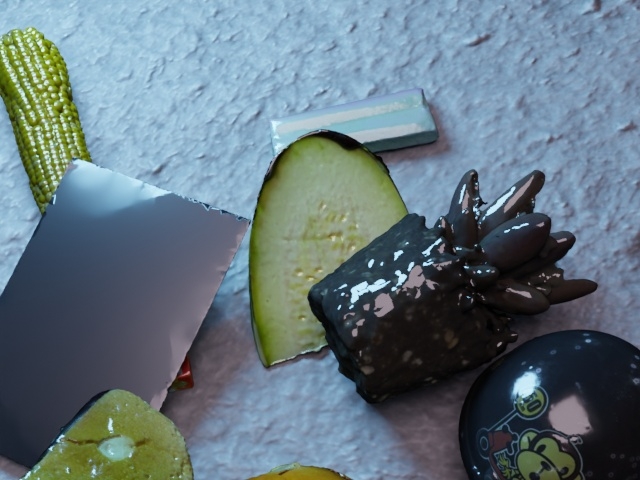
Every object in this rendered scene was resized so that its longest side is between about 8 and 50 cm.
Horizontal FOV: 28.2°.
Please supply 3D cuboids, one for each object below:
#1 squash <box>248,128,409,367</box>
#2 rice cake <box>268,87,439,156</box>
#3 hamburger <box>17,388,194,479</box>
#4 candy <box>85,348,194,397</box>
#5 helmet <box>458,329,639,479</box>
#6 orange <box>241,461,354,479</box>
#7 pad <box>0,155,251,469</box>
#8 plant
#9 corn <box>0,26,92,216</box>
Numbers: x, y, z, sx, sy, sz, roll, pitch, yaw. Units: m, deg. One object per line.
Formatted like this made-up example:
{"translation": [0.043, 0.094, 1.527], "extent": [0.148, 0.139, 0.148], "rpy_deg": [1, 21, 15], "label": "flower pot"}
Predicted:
{"translation": [0.000, 0.000, 1.532], "extent": [0.236, 0.155, 0.204], "rpy_deg": [-22, 61, -13], "label": "squash"}
{"translation": [0.040, -0.147, 1.674], "extent": [0.221, 0.042, 0.080], "rpy_deg": [-13, 63, -6], "label": "rice cake"}
{"translation": [-0.224, 0.301, 1.293], "extent": [0.192, 0.168, 0.288], "rpy_deg": [35, 34, 4], "label": "hamburger"}
{"translation": [-0.215, 0.152, 1.512], "extent": [0.121, 0.038, 0.062], "rpy_deg": [-11, 62, -5], "label": "candy"}
{"translation": [0.295, 0.195, 1.394], "extent": [0.278, 0.160, 0.231], "rpy_deg": [-27, 73, -22], "label": "helmet"}
{"translation": [-0.026, 0.347, 1.292], "extent": [0.239, 0.240, 0.240], "rpy_deg": [0, 61, 0], "label": "orange"}
{"translation": [-0.266, 0.096, 1.503], "extent": [0.247, 0.007, 0.368], "rpy_deg": [21, 75, 14], "label": "pad"}
{"translation": [0.158, 0.058, 1.472], "extent": [0.320, 0.194, 0.181], "rpy_deg": [-27, 30, -8], "label": "plant"}
{"translation": [-0.357, -0.151, 1.655], "extent": [0.097, 0.097, 0.320], "rpy_deg": [-17, 64, -9], "label": "corn"}
